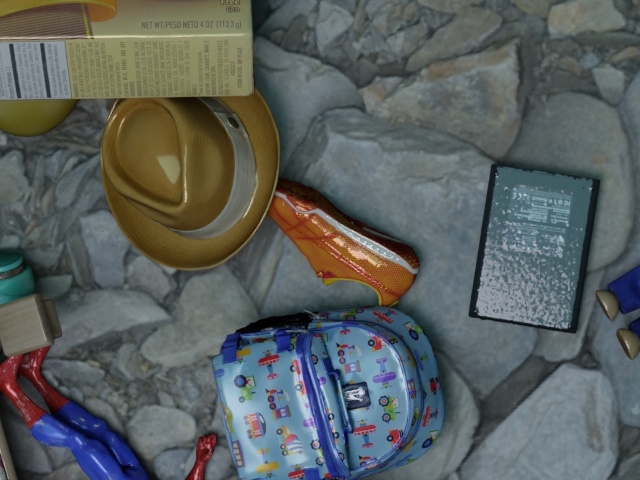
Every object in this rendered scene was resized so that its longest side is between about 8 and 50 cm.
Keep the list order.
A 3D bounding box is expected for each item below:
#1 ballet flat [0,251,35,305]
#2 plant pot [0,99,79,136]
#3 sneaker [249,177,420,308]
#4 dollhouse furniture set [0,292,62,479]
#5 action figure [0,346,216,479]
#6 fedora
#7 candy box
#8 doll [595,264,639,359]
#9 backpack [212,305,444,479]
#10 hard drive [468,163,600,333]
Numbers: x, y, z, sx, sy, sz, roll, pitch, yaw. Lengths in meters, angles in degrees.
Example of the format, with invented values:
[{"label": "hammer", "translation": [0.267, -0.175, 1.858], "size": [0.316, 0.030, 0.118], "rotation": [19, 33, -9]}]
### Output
[{"label": "ballet flat", "translation": [-0.374, 0.060, 1.675], "size": [0.247, 0.083, 0.087], "rotation": [-1, 107, 11]}, {"label": "plant pot", "translation": [-0.258, -0.145, 1.628], "size": [0.134, 0.095, 0.134], "rotation": [1, 53, -1]}, {"label": "sneaker", "translation": [0.000, 0.000, 1.623], "size": [0.175, 0.064, 0.067], "rotation": [34, 107, 9]}, {"label": "dollhouse furniture set", "translation": [-0.366, 0.242, 1.577], "size": [0.356, 0.174, 0.303], "rotation": [-19, 87, 27]}, {"label": "action figure", "translation": [-0.150, 0.185, 1.633], "size": [0.139, 0.091, 0.280], "rotation": [-40, 86, 20]}, {"label": "fedora", "translation": [-0.128, -0.070, 1.605], "size": [0.194, 0.079, 0.194], "rotation": [-2, 85, 29]}, {"label": "candy box", "translation": [-0.215, -0.211, 1.563], "size": [0.317, 0.087, 0.182], "rotation": [-2, 55, -2]}, {"label": "doll", "translation": [0.334, 0.035, 1.579], "size": [0.189, 0.046, 0.129], "rotation": [-27, 78, 2]}, {"label": "backpack", "translation": [0.012, 0.135, 1.591], "size": [0.173, 0.117, 0.158], "rotation": [-10, 90, 14]}, {"label": "hard drive", "translation": [0.184, 0.007, 1.613], "size": [0.094, 0.022, 0.135], "rotation": [9, 93, 8]}]
